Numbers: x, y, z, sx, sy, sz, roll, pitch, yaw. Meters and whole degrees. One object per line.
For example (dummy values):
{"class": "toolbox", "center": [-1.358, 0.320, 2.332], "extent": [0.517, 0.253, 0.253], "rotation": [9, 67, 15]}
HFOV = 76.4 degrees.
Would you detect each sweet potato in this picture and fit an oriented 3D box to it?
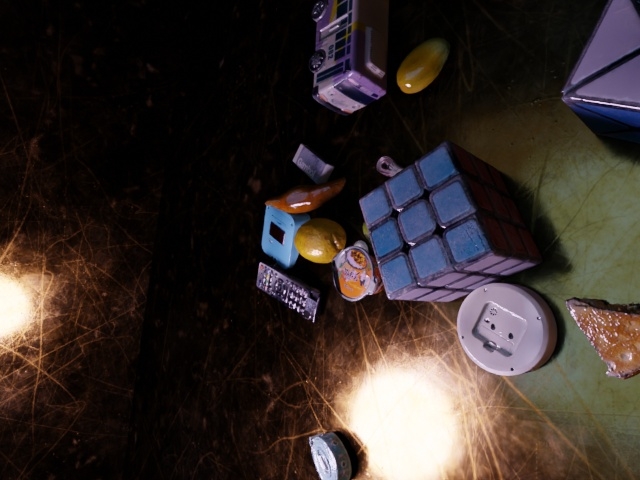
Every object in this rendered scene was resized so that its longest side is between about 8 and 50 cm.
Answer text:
{"class": "sweet potato", "center": [-0.058, -0.169, 1.620], "extent": [0.358, 0.112, 0.112], "rotation": [-8, 77, 19]}

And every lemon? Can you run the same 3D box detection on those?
{"class": "lemon", "center": [0.000, 0.000, 1.508], "extent": [0.207, 0.170, 0.170], "rotation": [15, 94, 43]}

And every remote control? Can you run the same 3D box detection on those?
{"class": "remote control", "center": [-0.129, 0.196, 1.676], "extent": [0.398, 0.062, 0.145], "rotation": [24, 107, 44]}

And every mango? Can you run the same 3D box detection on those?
{"class": "mango", "center": [0.330, -0.565, 1.310], "extent": [0.194, 0.091, 0.130], "rotation": [-36, 57, 31]}

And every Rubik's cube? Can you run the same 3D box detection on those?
{"class": "Rubik's cube", "center": [0.331, -0.025, 1.068], "extent": [0.301, 0.303, 0.306], "rotation": [-35, 58, 37]}
{"class": "Rubik's cube", "center": [0.679, -0.337, 0.788], "extent": [0.260, 0.259, 0.255], "rotation": [34, 106, 43]}

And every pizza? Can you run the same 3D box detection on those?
{"class": "pizza", "center": [0.636, 0.188, 0.892], "extent": [0.195, 0.052, 0.185], "rotation": [42, 120, 37]}

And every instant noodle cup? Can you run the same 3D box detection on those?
{"class": "instant noodle cup", "center": [0.146, 0.114, 1.362], "extent": [0.178, 0.125, 0.208], "rotation": [-57, 48, 22]}

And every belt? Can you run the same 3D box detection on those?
{"class": "belt", "center": [0.275, -0.216, 1.337], "extent": [0.232, 0.053, 0.071], "rotation": [44, 113, 42]}
{"class": "belt", "center": [0.039, 0.750, 1.398], "extent": [0.147, 0.082, 0.163], "rotation": [-36, 61, 49]}

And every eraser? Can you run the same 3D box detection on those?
{"class": "eraser", "center": [-0.034, -0.315, 1.679], "extent": [0.212, 0.046, 0.092], "rotation": [46, 116, 40]}

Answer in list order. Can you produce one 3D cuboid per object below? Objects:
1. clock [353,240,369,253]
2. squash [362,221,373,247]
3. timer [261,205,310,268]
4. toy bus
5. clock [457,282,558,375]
{"class": "clock", "center": [0.143, 0.040, 1.461], "extent": [0.074, 0.010, 0.083], "rotation": [-37, 58, 37]}
{"class": "squash", "center": [0.202, -0.005, 1.342], "extent": [0.095, 0.095, 0.188], "rotation": [-52, 54, 27]}
{"class": "timer", "center": [-0.158, -0.027, 1.762], "extent": [0.231, 0.091, 0.250], "rotation": [36, 121, 43]}
{"class": "toy bus", "center": [0.117, -0.712, 1.475], "extent": [0.249, 0.209, 0.441], "rotation": [-5, 78, 44]}
{"class": "clock", "center": [0.470, 0.224, 1.040], "extent": [0.230, 0.083, 0.231], "rotation": [-9, 78, 47]}
